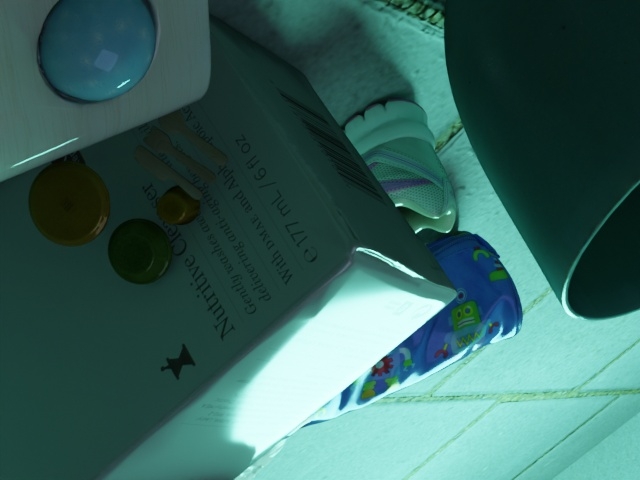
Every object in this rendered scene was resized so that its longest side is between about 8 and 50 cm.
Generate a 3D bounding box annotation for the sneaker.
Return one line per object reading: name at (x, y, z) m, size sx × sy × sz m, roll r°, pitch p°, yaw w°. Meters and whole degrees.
sneaker at (0.000, 0.000, 0.856) m, size 0.252 × 0.111 × 0.103 m, roll -36°, pitch 153°, yaw 8°

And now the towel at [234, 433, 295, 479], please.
towel at (-0.174, 0.247, 1.155) m, size 0.332 × 0.053 × 0.317 m, roll 7°, pitch 134°, yaw -51°

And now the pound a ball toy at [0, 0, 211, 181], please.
pound a ball toy at (-0.200, -0.094, 0.406) m, size 0.319 × 0.135 × 0.208 m, roll -28°, pitch 137°, yaw -31°

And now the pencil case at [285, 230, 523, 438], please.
pencil case at (0.049, 0.087, 1.051) m, size 0.306 × 0.119 × 0.133 m, roll -21°, pitch 130°, yaw -20°

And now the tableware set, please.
tableware set at (-0.132, -0.050, 0.602) m, size 0.104 × 0.154 × 0.024 m, roll -54°, pitch 178°, yaw 11°

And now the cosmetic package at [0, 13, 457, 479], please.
cosmetic package at (-0.132, 0.064, 0.713) m, size 0.385 × 0.217 × 0.156 m, roll -42°, pitch 152°, yaw 14°

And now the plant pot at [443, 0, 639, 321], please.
plant pot at (0.224, -0.125, 0.748) m, size 0.293 × 0.235 × 0.293 m, roll -25°, pitch 152°, yaw -14°
